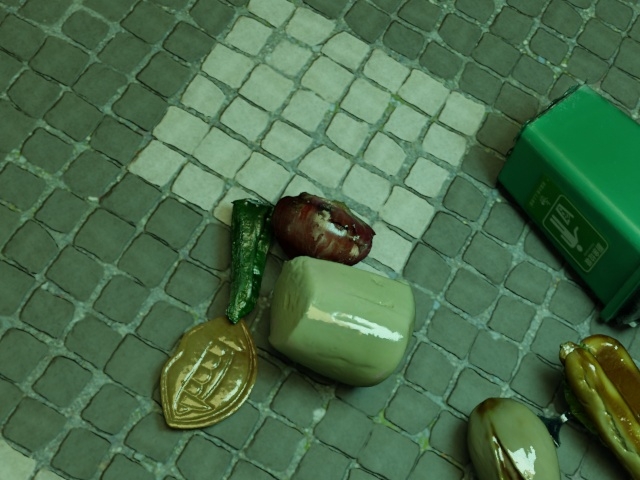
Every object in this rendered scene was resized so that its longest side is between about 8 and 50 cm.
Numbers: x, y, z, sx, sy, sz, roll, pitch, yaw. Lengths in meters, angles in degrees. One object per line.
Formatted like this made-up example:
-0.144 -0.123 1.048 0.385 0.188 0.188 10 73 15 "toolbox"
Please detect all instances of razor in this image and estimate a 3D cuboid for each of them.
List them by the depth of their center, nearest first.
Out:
0.454 0.273 2.001 0.190 0.033 0.066 -27 73 -24 "razor"

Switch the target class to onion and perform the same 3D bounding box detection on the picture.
0.000 0.000 1.966 0.184 0.184 0.147 16 93 -5 "onion"

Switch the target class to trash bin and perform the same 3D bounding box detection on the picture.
0.527 -0.080 2.075 0.295 0.259 0.381 -35 73 -26 "trash bin"

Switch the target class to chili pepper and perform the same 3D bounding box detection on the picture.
-0.126 0.037 1.964 0.088 0.059 0.226 14 60 -6 "chili pepper"

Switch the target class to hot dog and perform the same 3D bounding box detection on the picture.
0.503 0.294 1.947 0.135 0.100 0.337 -37 91 -35 "hot dog"

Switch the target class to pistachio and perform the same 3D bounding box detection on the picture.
0.307 0.347 1.870 0.144 0.144 0.215 -14 59 -19 "pistachio"

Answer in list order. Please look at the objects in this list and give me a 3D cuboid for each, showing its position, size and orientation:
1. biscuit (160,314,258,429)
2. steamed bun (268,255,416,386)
-0.174 0.212 1.886 0.142 0.029 0.220 32 61 4 "biscuit"
0.024 0.134 1.898 0.226 0.170 0.200 22 32 -11 "steamed bun"
